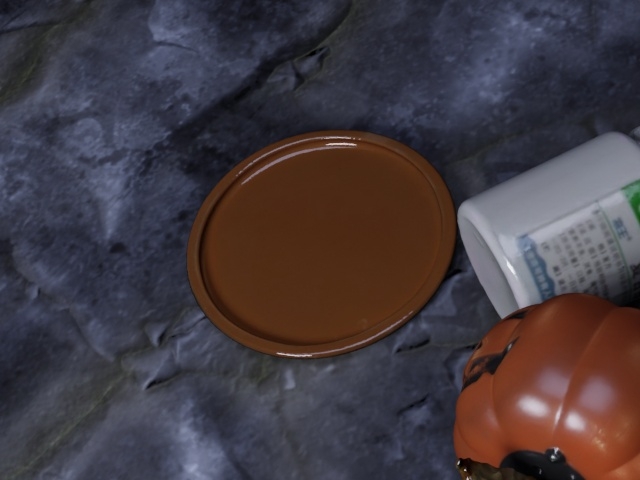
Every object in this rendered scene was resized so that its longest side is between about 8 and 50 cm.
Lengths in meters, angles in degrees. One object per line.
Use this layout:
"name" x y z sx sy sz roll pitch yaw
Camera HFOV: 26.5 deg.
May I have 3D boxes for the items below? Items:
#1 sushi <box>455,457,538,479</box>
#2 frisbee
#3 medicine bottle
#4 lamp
"sushi" 0.039 0.288 0.888 0.343 0.196 0.182 -32 39 -2
"frisbee" 0.000 0.000 1.232 0.251 0.021 0.250 -6 54 9
"medicine bottle" 0.243 -0.019 1.112 0.237 0.139 0.139 -25 53 -6
"lamp" 0.195 0.126 0.991 0.188 0.187 0.164 18 43 25
